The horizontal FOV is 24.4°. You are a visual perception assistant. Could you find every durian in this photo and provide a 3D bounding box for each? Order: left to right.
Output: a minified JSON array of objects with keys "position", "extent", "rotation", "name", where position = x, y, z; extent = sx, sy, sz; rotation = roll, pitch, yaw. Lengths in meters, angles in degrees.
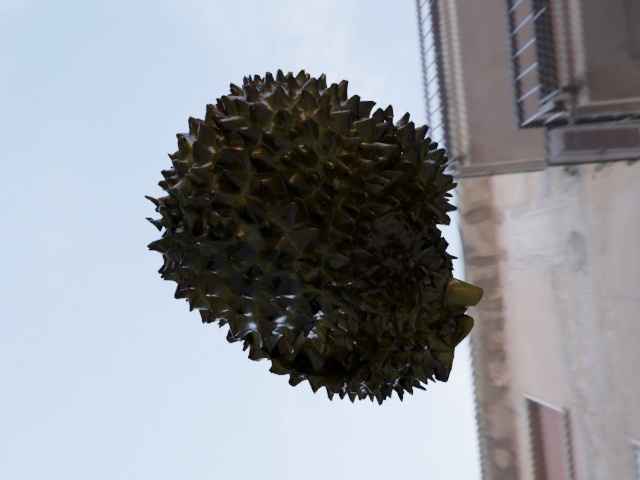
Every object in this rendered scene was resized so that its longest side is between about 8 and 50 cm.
[{"position":[-0.007,0.004,1.229],"extent":[0.293,0.258,0.258],"rotation":[42,-93,-8],"name":"durian"}]
